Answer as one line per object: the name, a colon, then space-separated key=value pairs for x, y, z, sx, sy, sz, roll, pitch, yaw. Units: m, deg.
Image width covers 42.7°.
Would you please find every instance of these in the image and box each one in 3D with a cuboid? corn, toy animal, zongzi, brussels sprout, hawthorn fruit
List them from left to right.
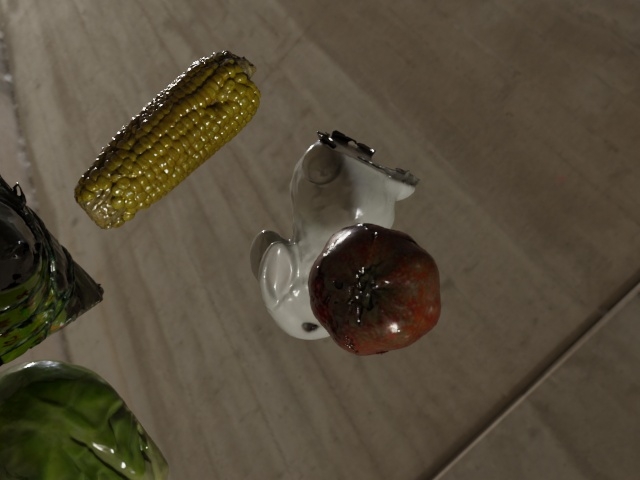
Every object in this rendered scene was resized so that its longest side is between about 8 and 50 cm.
zongzi: x=-0.503 y=0.089 z=1.102 sx=0.319 sy=0.362 sz=0.383 roll=36 pitch=159 yaw=27
brussels sprout: x=-0.412 y=0.369 z=1.321 sx=0.354 sy=0.281 sz=0.289 roll=28 pitch=-122 yaw=-9
corn: x=-0.203 y=-0.145 z=1.123 sx=0.119 sy=0.322 sz=0.119 roll=40 pitch=160 yaw=18
toy animal: x=0.000 y=0.000 z=1.384 sx=0.257 sy=0.357 sz=0.194 roll=17 pitch=-163 yaw=-39
hawthorn fruit: x=0.082 y=0.071 z=1.090 sx=0.181 sy=0.181 sz=0.235 roll=48 pitch=-171 yaw=21
